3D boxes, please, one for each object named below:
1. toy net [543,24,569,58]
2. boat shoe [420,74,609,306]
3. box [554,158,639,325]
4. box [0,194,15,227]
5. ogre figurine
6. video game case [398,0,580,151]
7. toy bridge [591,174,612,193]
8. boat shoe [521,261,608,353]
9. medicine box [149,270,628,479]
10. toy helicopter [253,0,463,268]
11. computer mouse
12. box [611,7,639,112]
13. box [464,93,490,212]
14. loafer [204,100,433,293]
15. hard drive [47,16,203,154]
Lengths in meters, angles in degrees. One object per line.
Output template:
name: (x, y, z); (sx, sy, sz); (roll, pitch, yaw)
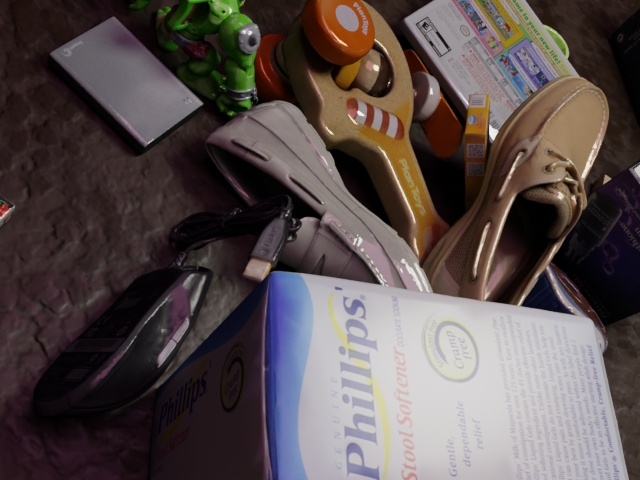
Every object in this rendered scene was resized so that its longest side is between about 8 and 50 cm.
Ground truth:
toy net: (0.247, -0.309, 1.170); (0.232, 0.045, 0.122); (6, 62, -26)
boat shoe: (0.237, -0.041, 0.888); (0.121, 0.110, 0.341); (40, 73, -24)
box: (0.384, -0.007, 0.972); (0.108, 0.207, 0.153); (-31, 80, -25)
box: (-0.349, -0.036, 0.698); (0.137, 0.027, 0.094); (38, 54, -6)
ogre figurine: (-0.128, -0.230, 0.871); (0.097, 0.118, 0.197); (-13, 72, -34)
video game case: (0.235, -0.250, 1.107); (0.193, 0.023, 0.212); (-37, 91, -25)
toy bridge: (0.384, -0.060, 1.122); (0.188, 0.026, 0.063); (32, 55, -10)
boat shoe: (0.271, 0.066, 0.973); (0.066, 0.066, 0.183); (-10, 63, -54)
medicine box: (0.038, 0.158, 0.657); (0.289, 0.263, 0.149); (9, 60, -25)
toy helicopter: (0.081, -0.118, 0.946); (0.235, 0.140, 0.355); (-17, 84, -44)
computer mouse: (-0.112, 0.061, 0.694); (0.060, 0.184, 0.262); (56, 45, -24)
box: (0.653, -0.233, 1.268); (0.296, 0.183, 0.294); (4, 61, -25)
box: (0.188, -0.097, 0.980); (0.028, 0.136, 0.081); (4, 43, 12)
loafer: (0.000, 0.000, 0.829); (0.111, 0.112, 0.319); (-29, 73, -32)
hard drive: (-0.202, -0.164, 0.853); (0.135, 0.022, 0.094); (44, 52, -1)
